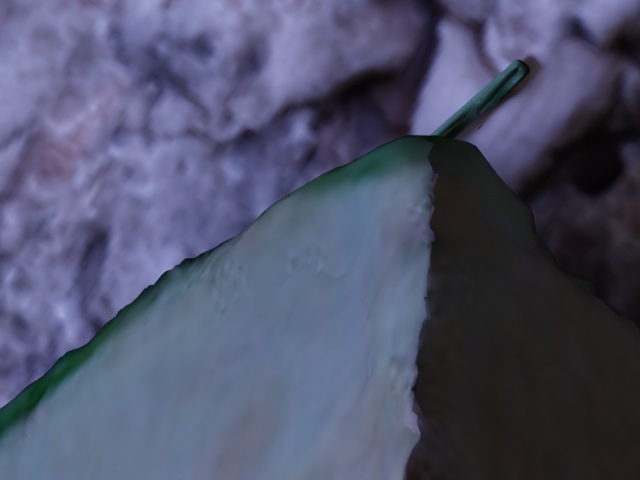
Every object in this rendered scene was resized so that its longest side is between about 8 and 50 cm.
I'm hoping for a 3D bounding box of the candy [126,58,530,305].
[{"bbox_3d":[0.000,0.000,0.640,0.185,0.049,0.055,-41,123,3],"label":"candy"}]

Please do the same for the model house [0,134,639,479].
[{"bbox_3d":[0.025,0.179,0.570,0.280,0.245,0.312,34,127,-29],"label":"model house"}]
